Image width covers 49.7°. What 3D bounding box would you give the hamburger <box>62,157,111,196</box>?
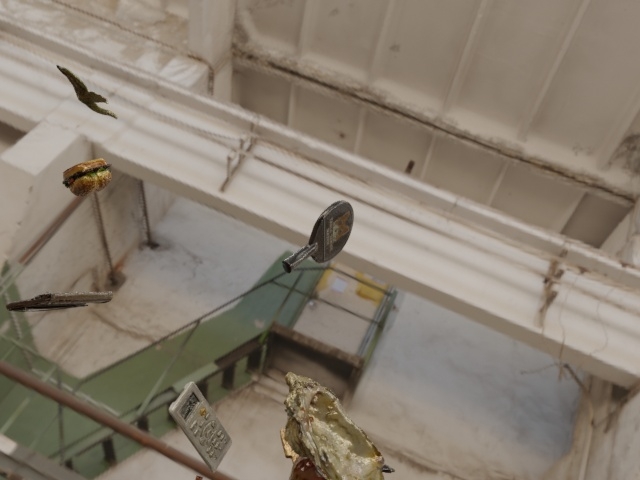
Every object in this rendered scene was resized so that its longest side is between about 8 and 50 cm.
[{"bbox_3d":[-0.674,-0.182,2.026,0.166,0.137,0.087,-13,-81,54],"label":"hamburger"}]

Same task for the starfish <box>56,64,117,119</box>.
[{"bbox_3d":[-0.649,-0.406,1.926,0.217,0.050,0.223,17,-17,43],"label":"starfish"}]

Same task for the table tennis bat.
[{"bbox_3d":[0.000,0.000,1.526,0.027,0.236,0.150,26,-45,30],"label":"table tennis bat"}]

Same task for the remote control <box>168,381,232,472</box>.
[{"bbox_3d":[-0.347,0.540,1.989,0.055,0.109,0.313,6,-46,33],"label":"remote control"}]

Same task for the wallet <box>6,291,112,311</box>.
[{"bbox_3d":[-0.644,0.153,1.724,0.133,0.039,0.243,-10,-7,17],"label":"wallet"}]

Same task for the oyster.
[{"bbox_3d":[0.004,0.463,1.567,0.361,0.221,0.096,48,-67,15],"label":"oyster"}]

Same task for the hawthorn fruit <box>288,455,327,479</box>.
[{"bbox_3d":[0.015,0.647,1.868,0.208,0.208,0.248,11,-59,22],"label":"hawthorn fruit"}]

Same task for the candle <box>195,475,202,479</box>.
[{"bbox_3d":[-0.317,0.657,1.675,0.021,0.167,0.026,17,-21,-6],"label":"candle"}]

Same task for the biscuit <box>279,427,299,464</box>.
[{"bbox_3d":[-0.027,0.666,2.191,0.239,0.212,0.041,26,-33,16],"label":"biscuit"}]
